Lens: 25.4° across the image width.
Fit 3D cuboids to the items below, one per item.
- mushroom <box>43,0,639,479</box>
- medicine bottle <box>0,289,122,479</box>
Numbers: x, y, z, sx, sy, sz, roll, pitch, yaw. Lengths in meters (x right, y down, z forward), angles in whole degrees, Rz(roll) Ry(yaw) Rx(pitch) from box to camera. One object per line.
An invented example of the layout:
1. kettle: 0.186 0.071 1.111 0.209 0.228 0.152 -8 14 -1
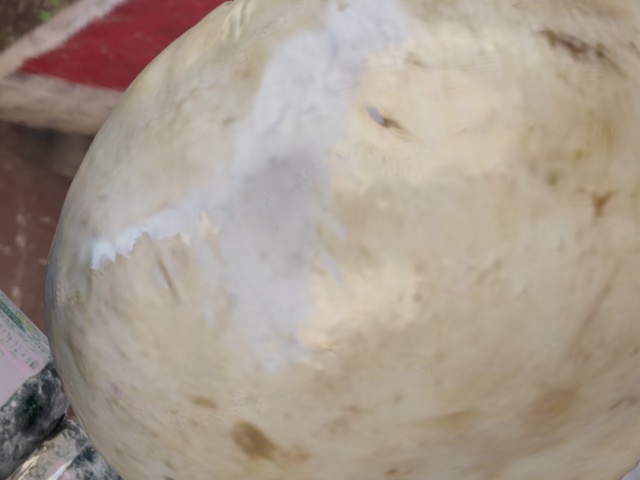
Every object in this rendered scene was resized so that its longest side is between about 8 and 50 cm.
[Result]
1. mushroom: 0.000 0.000 0.483 0.254 0.189 0.195 119 141 -46
2. medicine bottle: -0.251 0.070 0.855 0.141 0.293 0.141 -42 8 7
